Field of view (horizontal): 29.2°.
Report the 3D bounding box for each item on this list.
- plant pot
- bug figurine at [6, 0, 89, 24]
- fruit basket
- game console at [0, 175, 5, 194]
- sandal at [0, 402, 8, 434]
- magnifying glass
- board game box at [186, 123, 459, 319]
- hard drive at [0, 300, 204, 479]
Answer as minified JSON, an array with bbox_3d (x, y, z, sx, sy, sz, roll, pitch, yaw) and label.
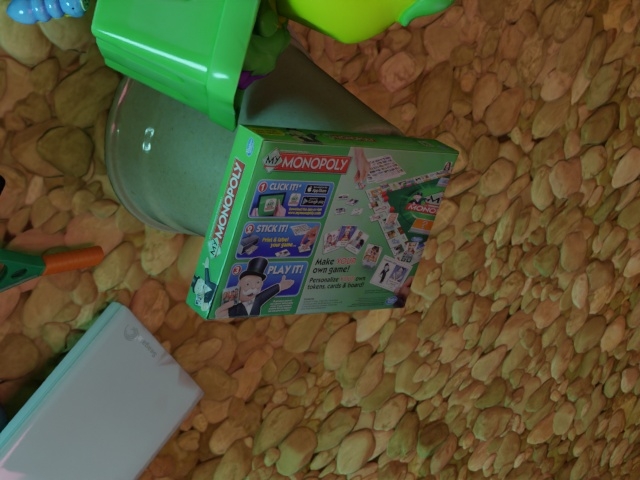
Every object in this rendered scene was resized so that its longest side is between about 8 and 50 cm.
[{"bbox_3d":[-0.053,-0.099,1.561,0.334,0.305,0.334,-24,130,-31],"label":"plant pot"},{"bbox_3d":[-0.355,-0.302,1.236,0.216,0.072,0.279,-13,137,8],"label":"bug figurine"},{"bbox_3d":[-0.033,-0.305,1.321,0.392,0.392,0.283,-50,-179,-6],"label":"fruit basket"},{"bbox_3d":[-0.421,-0.021,1.434,0.107,0.071,0.122,19,102,-48],"label":"game console"},{"bbox_3d":[-0.489,0.148,1.452,0.167,0.107,0.446,-43,139,-15],"label":"sandal"},{"bbox_3d":[-0.372,0.035,1.539,0.231,0.026,0.092,-10,149,-45],"label":"magnifying glass"},{"bbox_3d":[0.010,-0.018,1.404,0.317,0.046,0.213,0,115,-44],"label":"board game box"},{"bbox_3d":[-0.314,0.264,1.674,0.307,0.040,0.203,-52,126,-22],"label":"hard drive"}]
